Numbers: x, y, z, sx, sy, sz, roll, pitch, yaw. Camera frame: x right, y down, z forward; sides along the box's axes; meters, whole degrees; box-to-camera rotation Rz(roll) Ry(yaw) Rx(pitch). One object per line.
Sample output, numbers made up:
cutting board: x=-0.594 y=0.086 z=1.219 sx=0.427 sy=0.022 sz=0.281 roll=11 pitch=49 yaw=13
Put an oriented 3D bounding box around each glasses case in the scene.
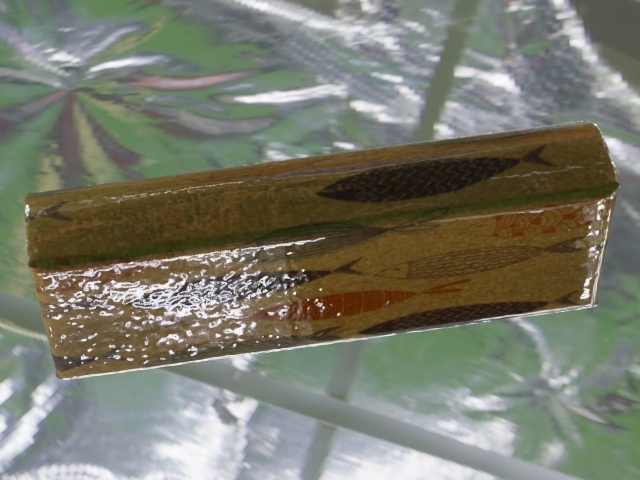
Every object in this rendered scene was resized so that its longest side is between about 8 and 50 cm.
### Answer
glasses case: x=0.000 y=0.000 z=0.539 sx=0.170 sy=0.065 sz=0.041 roll=-8 pitch=-126 yaw=-4
